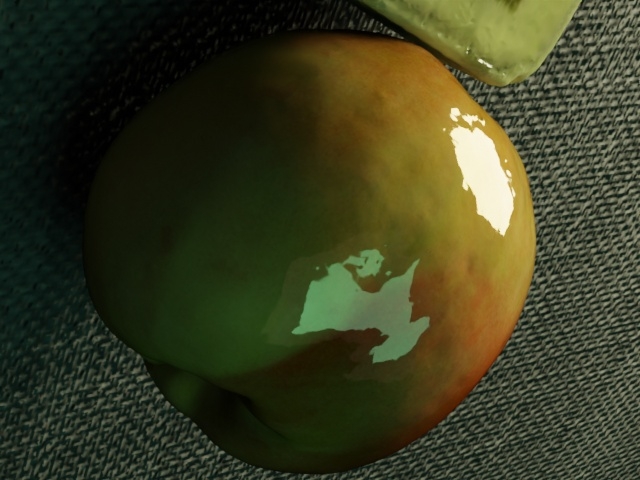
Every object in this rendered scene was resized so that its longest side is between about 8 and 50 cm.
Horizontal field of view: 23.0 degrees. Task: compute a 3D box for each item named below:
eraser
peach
[{"bbox_3d":[0.051,-0.139,0.620,0.172,0.058,0.117,23,98,-52],"label":"eraser"},{"bbox_3d":[0.000,0.000,0.636,0.184,0.184,0.184,-24,139,-23],"label":"peach"}]
